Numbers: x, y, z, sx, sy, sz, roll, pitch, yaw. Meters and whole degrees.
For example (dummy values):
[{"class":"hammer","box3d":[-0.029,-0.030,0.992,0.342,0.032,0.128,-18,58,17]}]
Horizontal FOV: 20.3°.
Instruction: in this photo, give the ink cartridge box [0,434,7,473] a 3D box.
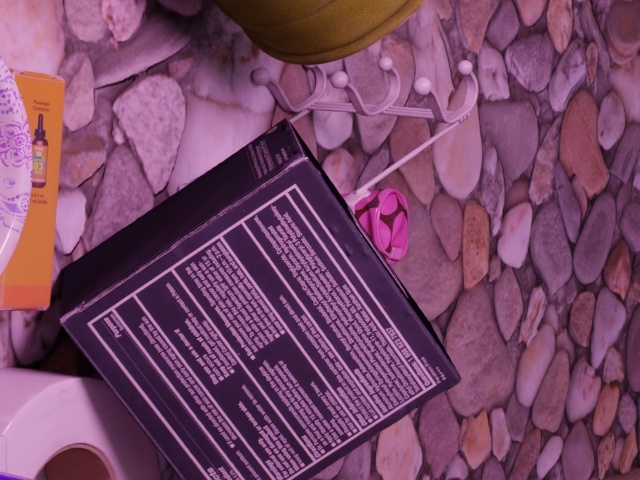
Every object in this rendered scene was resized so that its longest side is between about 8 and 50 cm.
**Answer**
[{"class":"ink cartridge box","box3d":[-0.419,0.364,1.553,0.279,0.160,0.384,-9,102,-55]}]

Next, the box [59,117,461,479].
[{"class":"box","box3d":[-0.067,0.085,1.836,0.296,0.294,0.183,55,3,-18]}]

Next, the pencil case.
[{"class":"pencil case","box3d":[0.000,0.000,2.092,0.095,0.209,0.098,34,50,-57]}]

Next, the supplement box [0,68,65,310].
[{"class":"supplement box","box3d":[-0.308,-0.049,1.744,0.078,0.080,0.233,4,93,-57]}]

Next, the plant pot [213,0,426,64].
[{"class":"plant pot","box3d":[-0.072,-0.421,1.847,0.353,0.366,0.366,29,70,-43]}]

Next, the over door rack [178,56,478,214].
[{"class":"over door rack","box3d":[0.010,-0.126,2.062,0.324,0.240,0.108,-49,134,-42]}]

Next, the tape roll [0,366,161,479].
[{"class":"tape roll","box3d":[-0.285,0.273,1.797,0.286,0.100,0.286,-10,102,-56]}]

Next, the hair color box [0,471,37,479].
[{"class":"hair color box","box3d":[-0.294,0.384,1.503,0.338,0.110,0.185,-64,143,-26]}]

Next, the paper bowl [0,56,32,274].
[{"class":"paper bowl","box3d":[-0.396,-0.063,1.544,0.284,0.148,0.284,-12,104,-56]}]
